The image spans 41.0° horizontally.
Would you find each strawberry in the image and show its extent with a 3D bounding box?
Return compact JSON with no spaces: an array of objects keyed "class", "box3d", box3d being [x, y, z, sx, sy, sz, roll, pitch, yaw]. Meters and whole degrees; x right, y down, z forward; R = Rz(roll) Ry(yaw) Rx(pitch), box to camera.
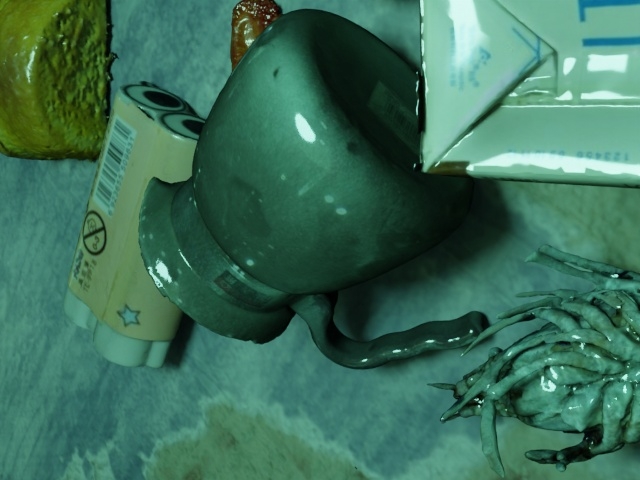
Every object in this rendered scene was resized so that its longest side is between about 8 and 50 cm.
[{"class":"strawberry","box3d":[-0.053,-0.171,0.855,0.104,0.048,0.152,-28,87,33]}]

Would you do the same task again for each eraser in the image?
[{"class":"eraser","box3d":[-0.206,-0.015,0.970,0.171,0.087,0.291,39,119,34]}]

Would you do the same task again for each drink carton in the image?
[{"class":"drink carton","box3d":[0.212,-0.110,0.505,0.194,0.324,0.132,8,105,34]}]

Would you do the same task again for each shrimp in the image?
[{"class":"shrimp","box3d":[0.252,0.092,0.636,0.410,0.166,0.221,-21,86,25]}]

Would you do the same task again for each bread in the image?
[{"class":"bread","box3d":[-0.325,-0.196,0.995,0.143,0.139,0.229,10,107,25]}]

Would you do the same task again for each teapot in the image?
[{"class":"teapot","box3d":[-0.007,-0.020,0.777,0.285,0.305,0.223,-39,44,31]}]
